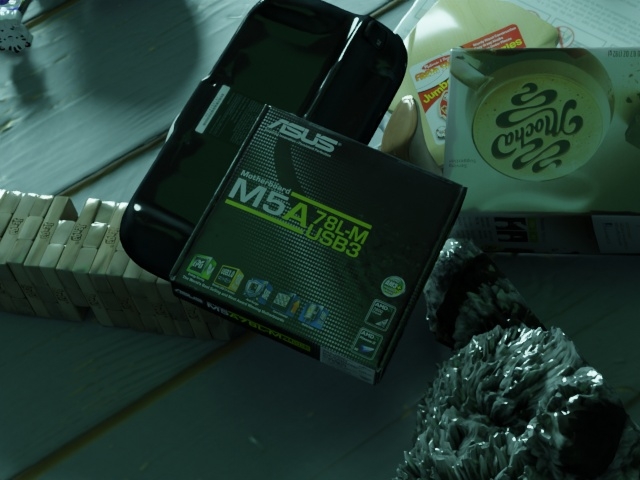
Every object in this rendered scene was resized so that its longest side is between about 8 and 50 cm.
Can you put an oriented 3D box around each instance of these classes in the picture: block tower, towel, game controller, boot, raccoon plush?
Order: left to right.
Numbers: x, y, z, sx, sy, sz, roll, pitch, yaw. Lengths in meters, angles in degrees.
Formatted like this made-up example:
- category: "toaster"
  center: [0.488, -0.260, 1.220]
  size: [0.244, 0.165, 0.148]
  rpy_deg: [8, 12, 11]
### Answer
- category: "towel"
  center: [-0.395, -0.282, 1.533]
  size: [0.060, 0.009, 0.083]
  rpy_deg: [6, 53, 15]
- category: "block tower"
  center: [-0.227, 0.020, 1.202]
  size: [0.335, 0.091, 0.097]
  rpy_deg: [5, 53, 15]
- category: "game controller"
  center: [-0.049, -0.091, 1.141]
  size: [0.166, 0.067, 0.319]
  rpy_deg: [21, 67, 20]
- category: "boot"
  center: [0.100, -0.070, 1.215]
  size: [0.042, 0.087, 0.118]
  rpy_deg: [-11, 56, 46]
- category: "raccoon plush"
  center: [0.093, 0.207, 0.983]
  size: [0.299, 0.216, 0.446]
  rpy_deg: [-34, 21, 1]

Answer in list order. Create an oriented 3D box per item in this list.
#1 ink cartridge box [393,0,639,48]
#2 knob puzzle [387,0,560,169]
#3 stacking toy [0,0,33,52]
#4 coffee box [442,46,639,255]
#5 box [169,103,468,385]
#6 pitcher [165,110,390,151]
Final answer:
- category: "ink cartridge box"
  center: [0.293, -0.259, 1.358]
  size: [0.308, 0.091, 0.385]
  rpy_deg: [33, 81, 31]
- category: "knob puzzle"
  center: [0.158, -0.173, 1.299]
  size: [0.213, 0.030, 0.213]
  rpy_deg: [-9, 62, 17]
- category: "stacking toy"
  center: [-0.437, -0.291, 1.514]
  size: [0.221, 0.052, 0.167]
  rpy_deg: [-6, 49, 9]
- category: "coffee box"
  center: [0.267, -0.079, 1.142]
  size: [0.297, 0.119, 0.168]
  rpy_deg: [2, 72, 13]
- category: "box"
  center: [0.000, 0.000, 1.032]
  size: [0.190, 0.045, 0.184]
  rpy_deg: [24, 68, 10]
- category: "pitcher"
  center: [-0.037, -0.082, 1.235]
  size: [0.207, 0.125, 0.178]
  rpy_deg: [14, 48, 9]
